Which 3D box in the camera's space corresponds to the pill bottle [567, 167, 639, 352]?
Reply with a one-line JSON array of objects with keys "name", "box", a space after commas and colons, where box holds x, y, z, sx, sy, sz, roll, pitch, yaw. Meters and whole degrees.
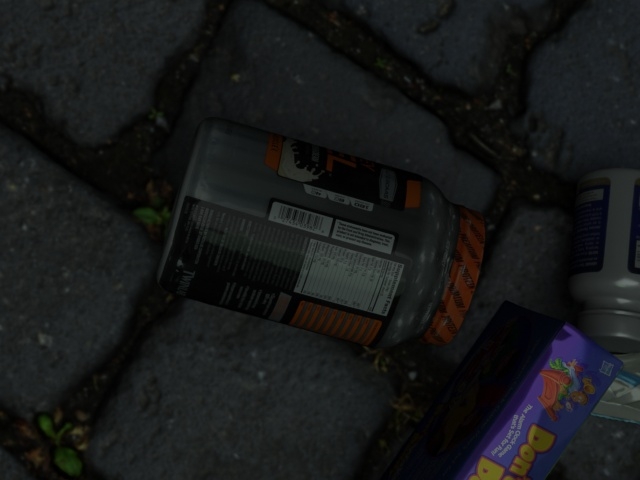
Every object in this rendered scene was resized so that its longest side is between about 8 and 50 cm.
[{"name": "pill bottle", "box": [0.330, 0.024, 1.453, 0.112, 0.112, 0.186, 11, 75, -7]}]

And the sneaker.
[{"name": "sneaker", "box": [0.382, 0.165, 1.501, 0.229, 0.087, 0.092, 11, 89, -9]}]

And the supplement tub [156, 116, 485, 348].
[{"name": "supplement tub", "box": [0.000, 0.000, 1.393, 0.316, 0.193, 0.193, 16, 91, -8]}]

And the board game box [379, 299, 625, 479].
[{"name": "board game box", "box": [0.156, 0.235, 1.403, 0.078, 0.233, 0.347, 36, 89, -7]}]
